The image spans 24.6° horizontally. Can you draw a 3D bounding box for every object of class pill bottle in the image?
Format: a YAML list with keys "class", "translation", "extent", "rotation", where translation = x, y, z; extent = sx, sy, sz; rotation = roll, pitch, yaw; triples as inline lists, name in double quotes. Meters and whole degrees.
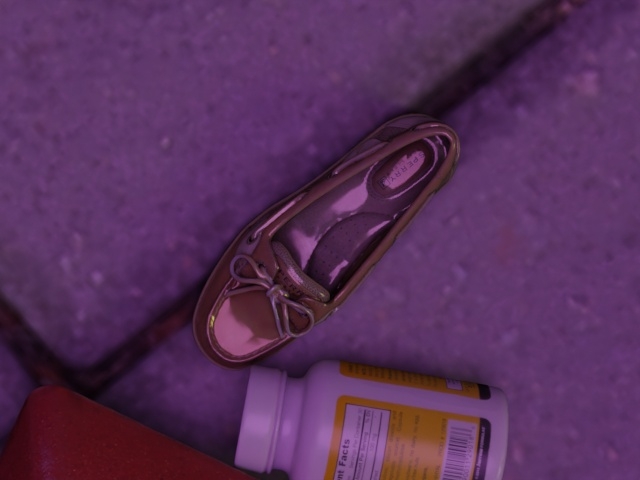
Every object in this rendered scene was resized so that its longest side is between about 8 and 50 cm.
- class: "pill bottle"
  translation: [0.022, 0.088, 0.662]
  extent: [0.116, 0.065, 0.065]
  rotation: [10, 95, -2]

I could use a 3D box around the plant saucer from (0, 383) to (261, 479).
- class: "plant saucer"
  translation: [-0.065, 0.230, 0.660]
  extent: [0.259, 0.047, 0.258]
  rotation: [26, 105, -3]

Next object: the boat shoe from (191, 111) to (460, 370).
- class: "boat shoe"
  translation: [0.002, 0.001, 0.661]
  extent: [0.153, 0.048, 0.056]
  rotation: [-40, 95, 3]
